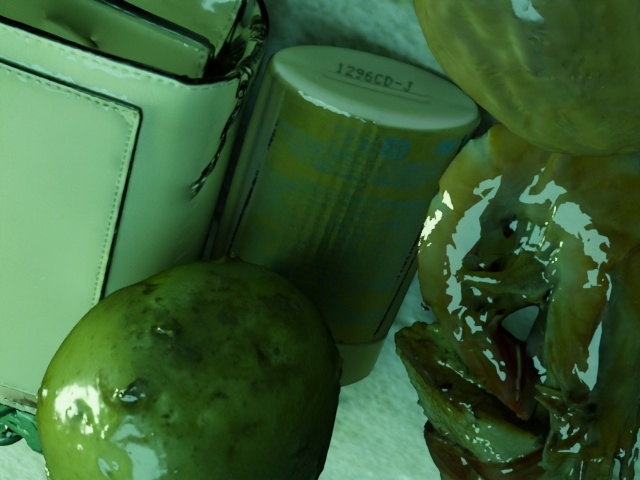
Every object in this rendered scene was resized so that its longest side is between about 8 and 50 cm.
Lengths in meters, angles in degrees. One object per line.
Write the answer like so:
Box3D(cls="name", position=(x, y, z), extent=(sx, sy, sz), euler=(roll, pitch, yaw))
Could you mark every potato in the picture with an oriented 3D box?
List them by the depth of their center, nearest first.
Box3D(cls="potato", position=(-0.089, 0.135, 1.008), extent=(0.173, 0.210, 0.307), euler=(30, 141, 13))

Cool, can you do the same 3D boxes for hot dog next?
Box3D(cls="hot dog", position=(0.139, 0.154, 1.074), extent=(0.123, 0.093, 0.262), euler=(16, 136, 50))

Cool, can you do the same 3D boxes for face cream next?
Box3D(cls="face cream", position=(0.000, 0.000, 1.039), extent=(0.139, 0.067, 0.285), euler=(15, 133, -6))

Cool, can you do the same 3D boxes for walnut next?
Box3D(cls="walnut", position=(0.131, -0.130, 0.823), extent=(0.238, 0.141, 0.204), euler=(31, 139, 8))

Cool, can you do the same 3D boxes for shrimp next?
Box3D(cls="shrimp", position=(0.135, 0.060, 0.959), extent=(0.152, 0.063, 0.287), euler=(1, 101, 5))

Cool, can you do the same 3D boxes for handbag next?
Box3D(cls="handbag", position=(-0.184, -0.044, 1.057), extent=(0.236, 0.160, 0.359), euler=(24, 134, 4))

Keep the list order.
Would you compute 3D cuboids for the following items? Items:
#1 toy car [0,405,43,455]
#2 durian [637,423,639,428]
Box3D(cls="toy car", position=(-0.332, 0.060, 1.244), extent=(0.320, 0.097, 0.141), euler=(31, 159, 6))
Box3D(cls="durian", position=(0.290, 0.156, 0.982), extent=(0.215, 0.100, 0.086), euler=(37, 141, 18))
